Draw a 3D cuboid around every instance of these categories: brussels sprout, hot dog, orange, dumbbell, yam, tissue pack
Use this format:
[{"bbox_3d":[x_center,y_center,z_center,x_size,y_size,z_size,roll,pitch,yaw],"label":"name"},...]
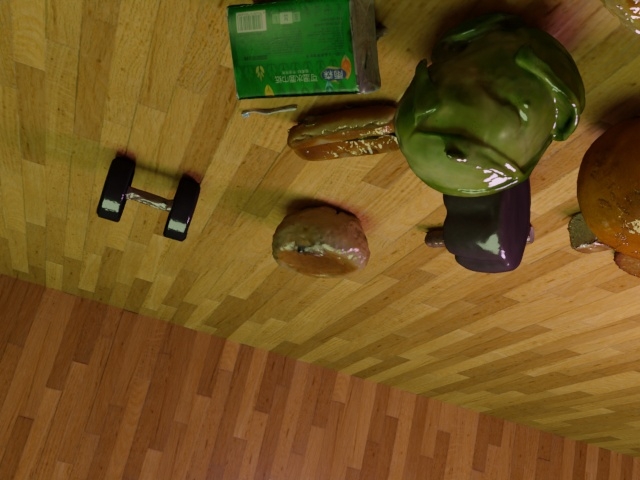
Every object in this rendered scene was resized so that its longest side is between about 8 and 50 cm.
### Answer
[{"bbox_3d":[0.235,-0.194,1.190,0.227,0.259,0.294,45,167,-30],"label":"brussels sprout"},{"bbox_3d":[0.047,-0.203,1.520,0.269,0.072,0.109,-2,152,29],"label":"hot dog"},{"bbox_3d":[0.536,-0.086,1.305,0.240,0.240,0.240,11,158,5],"label":"orange"},{"bbox_3d":[-0.407,-0.098,1.928,0.218,0.152,0.152,17,158,-12],"label":"dumbbell"},{"bbox_3d":[0.358,-0.007,1.856,0.264,0.046,0.046,-3,153,32],"label":"yam"},{"bbox_3d":[-0.013,-0.297,1.243,0.209,0.148,0.156,1,-165,25],"label":"tissue pack"}]

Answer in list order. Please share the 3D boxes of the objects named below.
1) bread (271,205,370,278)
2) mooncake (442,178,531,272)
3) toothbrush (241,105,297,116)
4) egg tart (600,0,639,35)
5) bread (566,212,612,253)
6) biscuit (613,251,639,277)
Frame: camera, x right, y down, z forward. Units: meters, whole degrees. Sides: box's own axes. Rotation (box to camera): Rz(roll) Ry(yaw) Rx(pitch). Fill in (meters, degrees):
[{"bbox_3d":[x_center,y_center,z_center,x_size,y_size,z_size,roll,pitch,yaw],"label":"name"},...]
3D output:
[{"bbox_3d":[0.000,0.000,1.965,0.244,0.134,0.244,10,155,5],"label":"bread"},{"bbox_3d":[0.318,-0.057,1.516,0.133,0.245,0.245,2,156,32],"label":"mooncake"},{"bbox_3d":[-0.100,-0.250,1.566,0.131,0.011,0.013,-1,142,33],"label":"toothbrush"},{"bbox_3d":[0.461,-0.337,0.873,0.341,0.132,0.341,12,157,5],"label":"egg tart"},{"bbox_3d":[0.567,-0.016,1.685,0.070,0.076,0.083,13,161,-31],"label":"bread"},{"bbox_3d":[0.753,0.057,1.815,0.206,0.025,0.126,13,158,4],"label":"biscuit"}]
